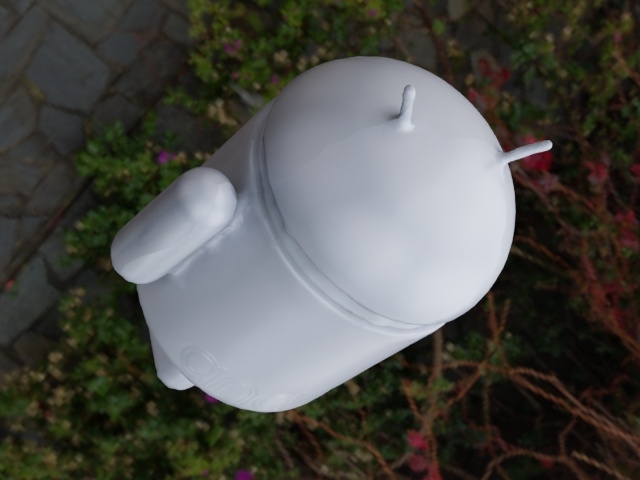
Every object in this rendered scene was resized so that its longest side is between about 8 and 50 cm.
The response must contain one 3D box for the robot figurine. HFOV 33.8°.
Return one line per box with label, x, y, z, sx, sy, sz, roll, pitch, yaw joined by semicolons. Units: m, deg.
robot figurine;0.000;0.000;0.778;0.300;0.199;0.353;1;153;-40
